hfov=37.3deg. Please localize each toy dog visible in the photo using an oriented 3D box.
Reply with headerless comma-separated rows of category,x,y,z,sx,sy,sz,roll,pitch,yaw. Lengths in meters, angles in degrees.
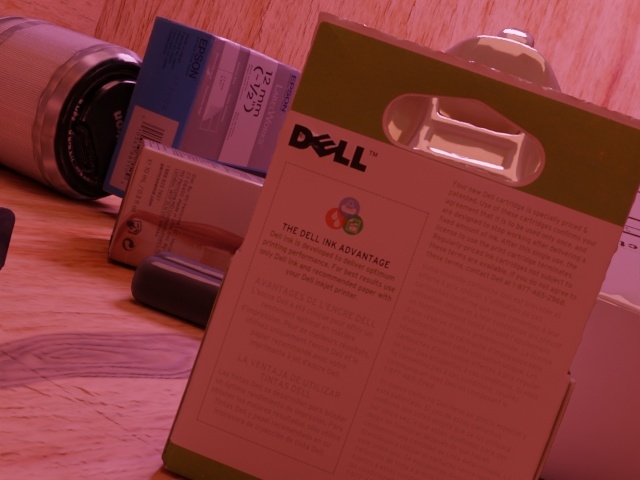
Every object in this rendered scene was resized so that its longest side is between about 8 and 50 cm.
toy dog,0.187,-0.066,1.344,0.284,0.396,0.408,9,-35,5

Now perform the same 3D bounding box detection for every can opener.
can opener,-0.030,0.060,0.859,0.280,0.093,0.074,15,6,7

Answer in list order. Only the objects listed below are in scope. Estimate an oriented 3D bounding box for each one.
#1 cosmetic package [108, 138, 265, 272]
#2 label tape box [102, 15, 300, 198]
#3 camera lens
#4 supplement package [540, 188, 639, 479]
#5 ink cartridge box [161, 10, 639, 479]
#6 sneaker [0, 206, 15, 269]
cosmetic package,-0.079,-0.006,1.073,0.296,0.129,0.153,17,5,-12
label tape box,-0.135,-0.157,1.390,0.115,0.249,0.347,23,8,29
camera lens,-0.381,-0.193,1.352,0.274,0.220,0.219,22,7,29
supplement package,0.284,0.074,0.808,0.175,0.178,0.293,21,31,11
ink cartridge box,0.049,0.032,0.523,0.188,0.255,0.097,20,6,6
sneaker,-0.298,0.000,0.698,0.077,0.072,0.178,8,-3,5
